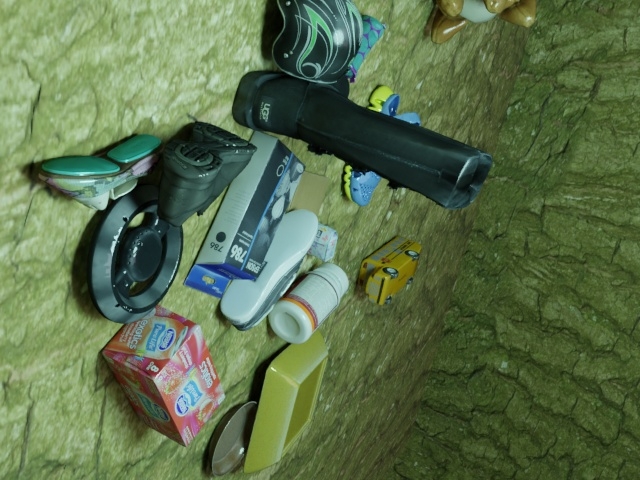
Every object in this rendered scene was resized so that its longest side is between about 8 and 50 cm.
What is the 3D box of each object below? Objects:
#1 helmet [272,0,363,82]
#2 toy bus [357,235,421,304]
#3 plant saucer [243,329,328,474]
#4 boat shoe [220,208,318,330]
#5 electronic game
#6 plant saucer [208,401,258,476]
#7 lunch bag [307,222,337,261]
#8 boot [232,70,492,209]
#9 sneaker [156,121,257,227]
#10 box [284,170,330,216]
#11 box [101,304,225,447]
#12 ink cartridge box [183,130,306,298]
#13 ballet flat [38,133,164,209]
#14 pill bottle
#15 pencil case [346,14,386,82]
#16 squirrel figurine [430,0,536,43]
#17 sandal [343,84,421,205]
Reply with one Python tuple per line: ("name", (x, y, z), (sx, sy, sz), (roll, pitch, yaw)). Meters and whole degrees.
("helmet", (-0.006, -0.385, 1.261), (0.169, 0.169, 0.161), (-33, 148, -54))
("toy bus", (0.224, 0.092, 2.234), (0.333, 0.130, 0.108), (-31, 138, -56))
("plant saucer", (-0.076, 0.433, 1.880), (0.333, 0.081, 0.332), (-31, 139, -66))
("boat shoe", (-0.100, 0.067, 1.519), (0.301, 0.108, 0.102), (-57, 155, -20))
("electronic game", (-0.293, 0.022, 1.117), (0.229, 0.048, 0.229), (13, 90, -68))
("plant saucer", (-0.219, 0.482, 1.709), (0.198, 0.036, 0.198), (-48, 149, -41))
("lunch bag", (0.000, 0.000, 1.728), (0.053, 0.071, 0.083), (-28, 137, -53))
("boot", (0.116, -0.209, 1.312), (0.367, 0.445, 0.146), (-32, 138, -55))
("sneaker", (-0.195, -0.110, 1.136), (0.130, 0.109, 0.286), (-65, 173, 24))
("box", (-0.047, -0.063, 1.632), (0.164, 0.021, 0.201), (3, 107, -66))
("box", (-0.276, 0.246, 1.258), (0.128, 0.123, 0.256), (-52, 152, -33))
("ink cartridge box", (-0.144, -0.037, 1.386), (0.332, 0.065, 0.165), (-66, 158, -5))
("ballet flat", (-0.300, -0.090, 0.978), (0.221, 0.077, 0.079), (-39, 147, -57))
("pill bottle", (-0.025, 0.152, 1.741), (0.221, 0.121, 0.121), (-43, 146, -47))
("pencil case", (0.085, -0.430, 1.547), (0.070, 0.064, 0.151), (48, 64, -38))
("squirrel figurine", (0.382, -0.756, 1.755), (0.370, 0.281, 0.396), (32, 66, -57))
("sandal", (0.160, -0.235, 1.798), (0.126, 0.138, 0.317), (-7, 118, -67))
